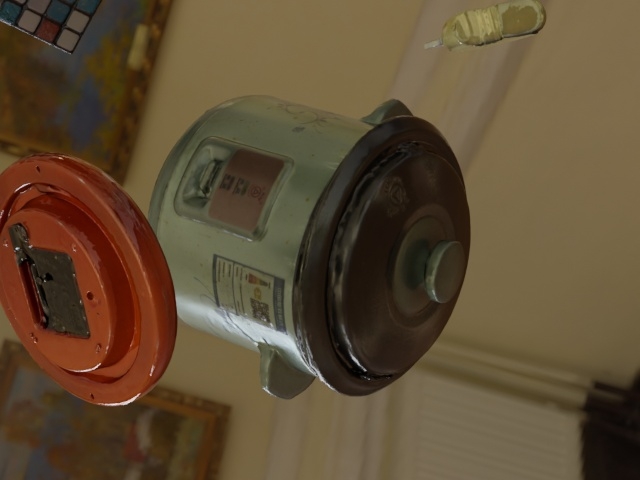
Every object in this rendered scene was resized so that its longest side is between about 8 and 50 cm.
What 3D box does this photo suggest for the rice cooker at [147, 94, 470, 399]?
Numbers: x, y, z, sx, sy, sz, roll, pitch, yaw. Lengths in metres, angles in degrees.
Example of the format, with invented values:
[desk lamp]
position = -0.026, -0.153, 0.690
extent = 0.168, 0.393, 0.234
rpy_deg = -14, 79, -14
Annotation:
[rice cooker]
position = 0.000, 0.000, 1.336
extent = 0.264, 0.317, 0.316
rpy_deg = 43, -125, -53

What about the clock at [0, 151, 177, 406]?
[clock]
position = -0.189, 0.032, 1.077
extent = 0.051, 0.205, 0.205
rpy_deg = -29, -28, -42

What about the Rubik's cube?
[Rubik's cube]
position = -0.278, -0.258, 1.424
extent = 0.092, 0.092, 0.092
rpy_deg = -60, 31, 11

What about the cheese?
[cheese]
position = 0.200, -0.278, 1.897
extent = 0.255, 0.127, 0.050
rpy_deg = 177, 79, -71
